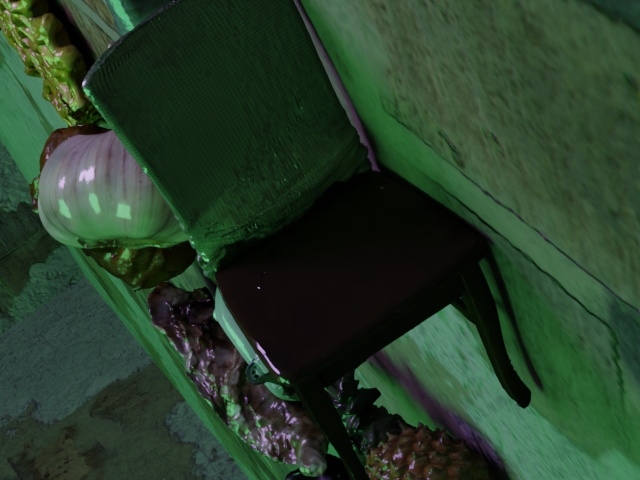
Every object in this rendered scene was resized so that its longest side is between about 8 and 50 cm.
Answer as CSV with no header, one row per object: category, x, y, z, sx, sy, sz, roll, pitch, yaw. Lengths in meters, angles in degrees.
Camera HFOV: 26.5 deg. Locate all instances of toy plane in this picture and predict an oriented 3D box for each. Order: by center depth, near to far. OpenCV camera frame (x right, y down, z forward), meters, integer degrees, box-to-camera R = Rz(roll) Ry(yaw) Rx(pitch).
toy plane,-0.062,0.108,1.563,0.174,0.080,0.174,58,-175,-8

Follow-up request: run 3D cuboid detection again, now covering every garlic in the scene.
garlic,-0.216,-0.102,1.475,0.199,0.199,0.225,160,105,-77

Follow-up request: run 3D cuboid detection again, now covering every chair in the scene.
chair,0.000,0.000,0.892,0.186,0.160,0.319,48,168,51

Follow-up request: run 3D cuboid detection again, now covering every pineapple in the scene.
pineapple,0.054,0.177,1.259,0.130,0.119,0.277,7,-154,-40

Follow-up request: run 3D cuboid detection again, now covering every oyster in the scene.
oyster,-0.090,0.208,1.932,0.396,0.111,0.204,47,-177,28

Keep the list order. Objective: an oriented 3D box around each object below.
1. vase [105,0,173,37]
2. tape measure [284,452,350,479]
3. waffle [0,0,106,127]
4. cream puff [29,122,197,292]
vase,-0.148,-0.197,1.129,0.211,0.060,0.060,62,166,-26
tape measure,0.046,0.393,1.840,0.186,0.112,0.199,56,169,-15
waffle,-0.362,-0.254,1.774,0.312,0.060,0.307,38,160,58
cream puff,-0.272,-0.048,1.771,0.241,0.155,0.269,30,169,49
